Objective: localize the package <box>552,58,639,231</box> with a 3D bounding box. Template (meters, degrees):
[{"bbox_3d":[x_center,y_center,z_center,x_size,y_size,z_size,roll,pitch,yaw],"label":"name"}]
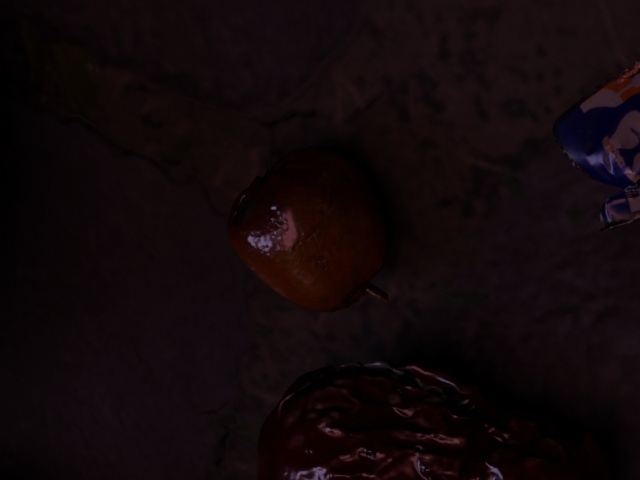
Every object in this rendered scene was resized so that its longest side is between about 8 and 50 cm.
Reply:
[{"bbox_3d":[0.158,-0.047,0.818,0.111,0.033,0.077,-26,72,18],"label":"package"}]

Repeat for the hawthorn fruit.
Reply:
[{"bbox_3d":[-0.004,-0.004,0.893,0.077,0.077,0.077,9,112,23],"label":"hawthorn fruit"}]

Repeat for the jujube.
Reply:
[{"bbox_3d":[0.051,0.117,0.892,0.166,0.104,0.104,18,115,18],"label":"jujube"}]
